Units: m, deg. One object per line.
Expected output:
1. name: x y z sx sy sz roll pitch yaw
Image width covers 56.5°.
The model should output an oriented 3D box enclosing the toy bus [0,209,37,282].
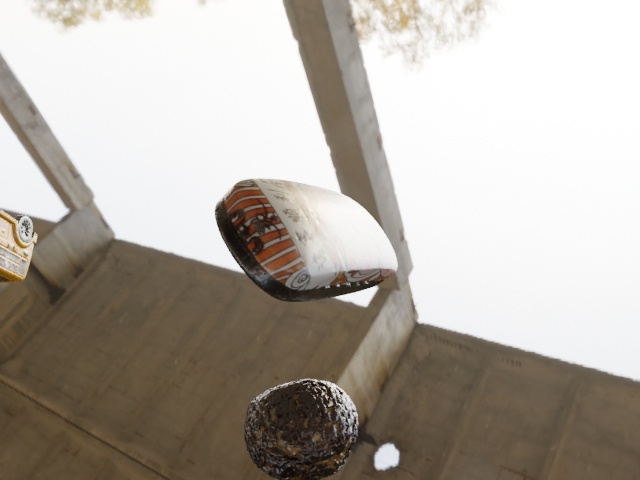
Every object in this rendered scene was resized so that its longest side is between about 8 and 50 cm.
1. toy bus: -0.349 -0.009 0.578 0.070 0.162 0.074 0 -109 4

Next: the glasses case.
1. glasses case: 0.000 0.000 0.547 0.067 0.267 0.103 -41 -106 18

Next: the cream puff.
1. cream puff: -0.035 0.389 1.193 0.239 0.239 0.165 -19 -135 1
